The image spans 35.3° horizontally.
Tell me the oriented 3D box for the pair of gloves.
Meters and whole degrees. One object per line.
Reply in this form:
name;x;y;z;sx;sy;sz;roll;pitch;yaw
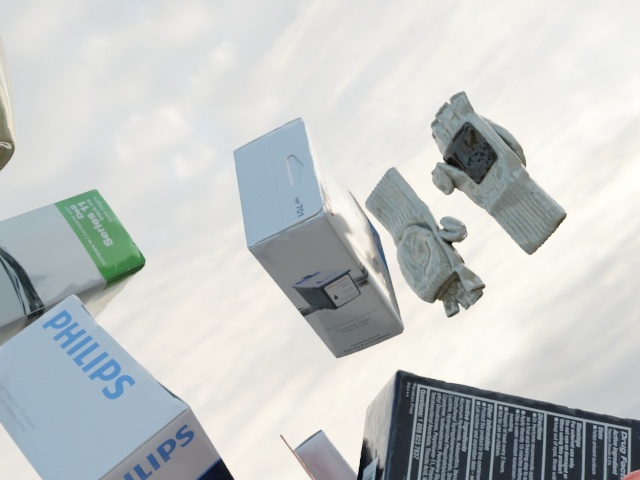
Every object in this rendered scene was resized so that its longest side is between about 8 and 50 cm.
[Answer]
pair of gloves;0.156;-0.034;1.192;0.042;0.204;0.240;-14;-24;-43

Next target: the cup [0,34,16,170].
cup;-0.537;-0.178;1.326;0.331;0.237;0.331;-36;-5;-3

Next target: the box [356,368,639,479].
box;0.188;0.332;1.114;0.294;0.296;0.182;12;-25;-4

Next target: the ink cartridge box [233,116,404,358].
ink cartridge box;0.000;0.000;0.963;0.082;0.139;0.190;-25;-46;13

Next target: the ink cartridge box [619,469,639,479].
ink cartridge box;0.203;0.091;0.458;0.385;0.091;0.308;-39;1;20

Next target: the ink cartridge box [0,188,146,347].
ink cartridge box;-0.272;0.054;0.830;0.208;0.087;0.153;-27;-10;-49

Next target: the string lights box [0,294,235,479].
string lights box;-0.088;0.166;0.588;0.077;0.133;0.259;-38;-49;-18

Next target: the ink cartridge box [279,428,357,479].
ink cartridge box;0.061;0.370;1.324;0.060;0.275;0.239;-36;-23;-10
